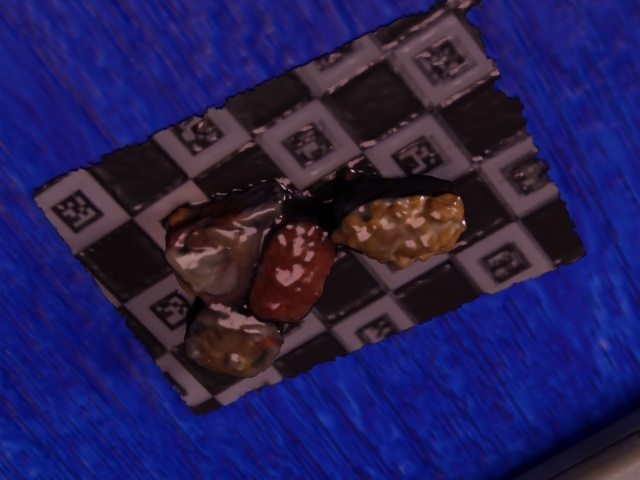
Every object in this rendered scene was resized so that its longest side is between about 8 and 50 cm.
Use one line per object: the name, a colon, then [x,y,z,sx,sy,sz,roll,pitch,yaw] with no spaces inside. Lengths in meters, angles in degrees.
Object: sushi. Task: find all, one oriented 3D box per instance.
sushi: [0.000,0.000,0.629,0.201,0.031,0.139,-24,120,15]

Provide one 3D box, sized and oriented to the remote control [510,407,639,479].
remote control: [0.128,0.138,0.718,0.233,0.038,0.098,-34,117,22]
